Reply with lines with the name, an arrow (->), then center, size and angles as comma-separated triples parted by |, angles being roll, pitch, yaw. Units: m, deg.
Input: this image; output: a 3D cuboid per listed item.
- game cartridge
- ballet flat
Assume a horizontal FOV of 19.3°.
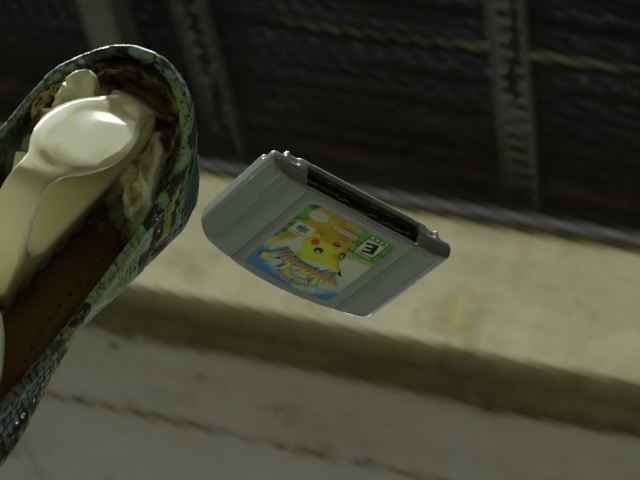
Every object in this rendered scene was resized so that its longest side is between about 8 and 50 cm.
game cartridge -> 0.000, 0.000, 0.709 | 0.083, 0.017, 0.056 | 27, -41, -25
ballet flat -> -0.091, 0.011, 0.493 | 0.070, 0.188, 0.070 | 18, -42, 17
